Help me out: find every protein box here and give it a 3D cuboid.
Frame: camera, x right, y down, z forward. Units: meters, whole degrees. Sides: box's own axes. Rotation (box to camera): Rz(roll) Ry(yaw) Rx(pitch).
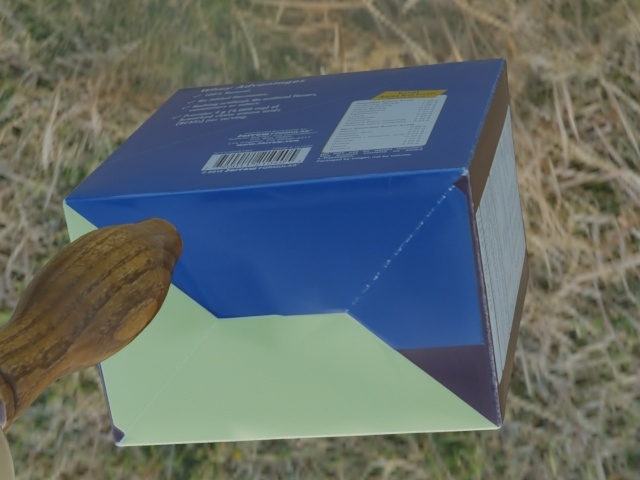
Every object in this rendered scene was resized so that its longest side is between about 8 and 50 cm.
[{"bbox_3d":[0.000,0.000,0.850,0.200,0.201,0.136,-4,110,13],"label":"protein box"}]

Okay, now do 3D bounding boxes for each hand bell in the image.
[{"bbox_3d":[-0.101,0.043,0.479,0.126,0.242,0.126,8,114,17],"label":"hand bell"}]
